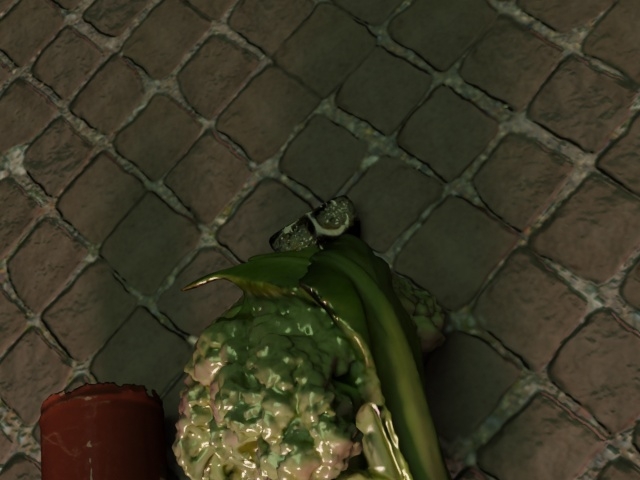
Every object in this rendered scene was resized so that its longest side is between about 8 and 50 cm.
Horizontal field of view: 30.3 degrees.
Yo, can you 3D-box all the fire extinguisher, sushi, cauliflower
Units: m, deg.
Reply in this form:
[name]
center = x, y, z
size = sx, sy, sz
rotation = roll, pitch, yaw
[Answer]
[fire extinguisher]
center = -0.141, 0.281, 0.919
size = 0.147, 0.106, 0.337
rotation = -6, 62, -7
[sushi]
center = 0.000, 0.000, 1.029
size = 0.083, 0.044, 0.046
rotation = -32, 79, 9
[cauliflower]
center = 0.021, 0.140, 0.861
size = 0.239, 0.256, 0.315
rotation = -41, 87, -3
